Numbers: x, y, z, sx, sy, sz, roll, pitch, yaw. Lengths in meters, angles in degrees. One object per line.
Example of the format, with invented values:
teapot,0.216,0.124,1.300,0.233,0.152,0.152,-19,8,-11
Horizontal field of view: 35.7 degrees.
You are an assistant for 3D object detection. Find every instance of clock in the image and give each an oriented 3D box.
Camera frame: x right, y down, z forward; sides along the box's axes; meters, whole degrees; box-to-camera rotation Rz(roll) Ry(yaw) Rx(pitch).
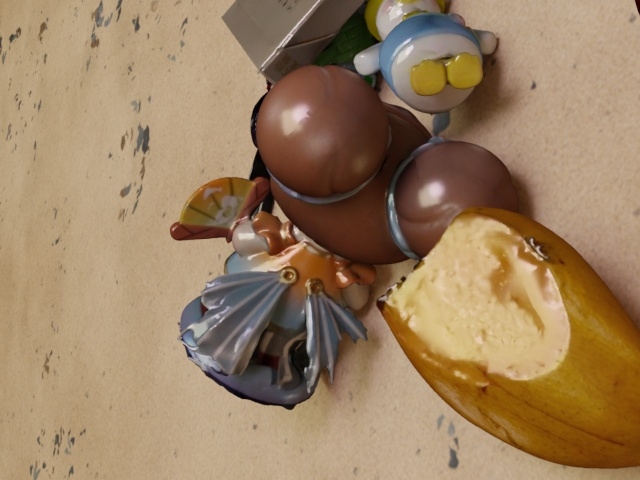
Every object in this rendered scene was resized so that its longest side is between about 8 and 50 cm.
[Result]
clock,-0.011,-0.199,1.256,0.194,0.100,0.195,6,86,53

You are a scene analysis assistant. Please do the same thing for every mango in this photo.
mango,0.187,0.099,0.850,0.257,0.138,0.187,48,123,23

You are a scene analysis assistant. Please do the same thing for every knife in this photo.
knife,-0.076,-0.098,1.354,0.028,0.060,0.230,17,93,33

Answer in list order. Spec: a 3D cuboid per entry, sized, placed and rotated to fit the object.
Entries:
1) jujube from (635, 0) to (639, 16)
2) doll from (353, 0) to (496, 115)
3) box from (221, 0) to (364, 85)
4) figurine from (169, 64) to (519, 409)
jujube,0.295,-0.184,0.708,0.168,0.236,0.168,-13,73,45
doll,0.107,-0.218,1.075,0.135,0.099,0.241,-36,38,17
box,0.038,-0.354,1.157,0.365,0.051,0.204,-46,34,10
figurine,-0.001,-0.001,1.070,0.388,0.277,0.248,-56,17,25
